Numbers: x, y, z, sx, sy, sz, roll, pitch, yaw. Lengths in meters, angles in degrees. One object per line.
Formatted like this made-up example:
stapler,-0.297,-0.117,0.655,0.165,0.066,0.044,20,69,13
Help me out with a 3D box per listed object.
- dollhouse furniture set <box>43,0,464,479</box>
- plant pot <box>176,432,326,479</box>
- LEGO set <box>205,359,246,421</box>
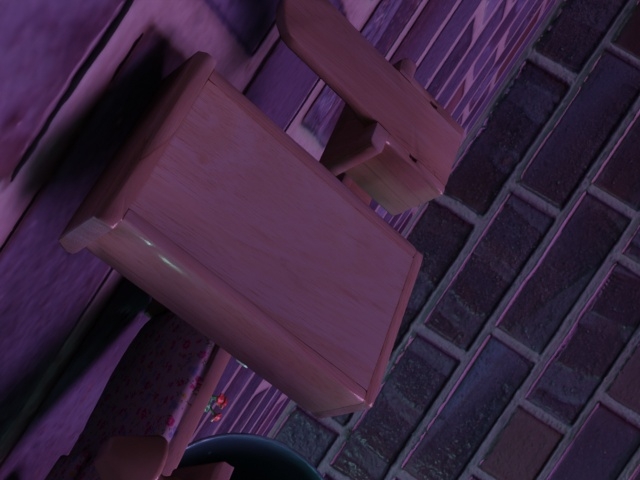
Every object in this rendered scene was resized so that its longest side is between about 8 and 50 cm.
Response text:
dollhouse furniture set,-0.122,0.030,0.573,0.355,0.174,0.303,-22,-146,47
plant pot,-0.140,0.418,1.139,0.293,0.293,0.235,-51,-176,-30
LEGO set,-0.074,0.109,0.891,0.287,0.107,0.132,-53,171,-24
